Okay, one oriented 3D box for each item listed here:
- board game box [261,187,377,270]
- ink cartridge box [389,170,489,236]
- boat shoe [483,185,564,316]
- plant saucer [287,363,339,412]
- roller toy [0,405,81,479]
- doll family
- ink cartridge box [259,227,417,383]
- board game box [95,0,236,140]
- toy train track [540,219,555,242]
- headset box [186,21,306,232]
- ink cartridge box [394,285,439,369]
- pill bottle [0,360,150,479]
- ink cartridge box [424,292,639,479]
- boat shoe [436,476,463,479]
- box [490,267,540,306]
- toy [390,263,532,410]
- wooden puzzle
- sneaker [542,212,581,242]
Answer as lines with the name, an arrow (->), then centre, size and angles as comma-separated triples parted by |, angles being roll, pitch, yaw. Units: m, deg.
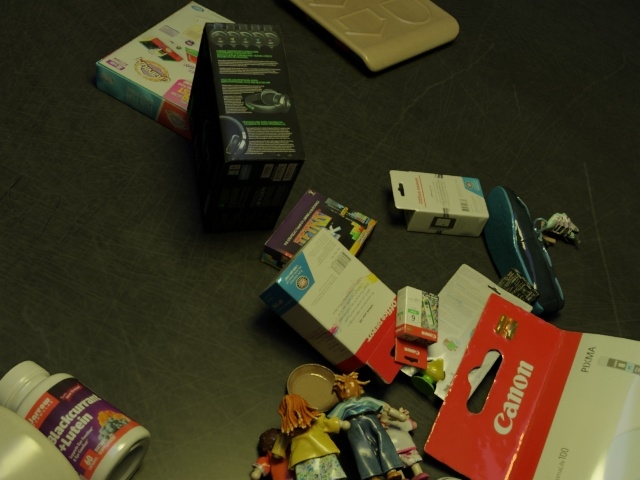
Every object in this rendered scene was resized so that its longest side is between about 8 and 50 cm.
board game box -> 0.000, 0.000, 1.340 | 0.141, 0.048, 0.170 | 27, 48, 9
ink cartridge box -> 0.214, -0.070, 1.449 | 0.180, 0.060, 0.104 | 5, 49, -11
boat shoe -> 0.366, 0.022, 1.398 | 0.089, 0.109, 0.258 | 2, 65, -23
plant saucer -> -0.010, 0.225, 1.157 | 0.083, 0.015, 0.083 | 8, 47, -8
roller toy -> -0.372, 0.288, 0.884 | 0.209, 0.191, 0.146 | 34, 50, 12
doll family -> 0.032, 0.268, 1.058 | 0.263, 0.118, 0.163 | -10, 52, -21
ink cartridge box -> 0.037, 0.110, 1.196 | 0.231, 0.078, 0.134 | 44, 55, -4
board game box -> -0.262, -0.357, 1.579 | 0.242, 0.064, 0.316 | 30, 49, 12
toy train track -> 0.429, -0.012, 1.488 | 0.048, 0.014, 0.083 | 20, 40, 3
headset box -> -0.135, -0.193, 1.301 | 0.131, 0.246, 0.283 | -3, 66, -18
ink cartridge box -> 0.148, 0.133, 1.180 | 0.063, 0.029, 0.115 | 18, 61, -23
pill bottle -> -0.327, 0.240, 0.997 | 0.193, 0.108, 0.108 | 31, 49, 13
ink cartridge box -> 0.388, 0.264, 1.133 | 0.385, 0.091, 0.308 | 28, 59, 6
boat shoe -> 0.272, 0.412, 1.003 | 0.306, 0.105, 0.113 | 41, 52, 21
box -> 0.323, 0.099, 1.314 | 0.018, 0.083, 0.067 | 10, 36, -52
toy -> 0.224, 0.159, 1.249 | 0.137, 0.056, 0.237 | 34, 55, 17
wooden puzzle -> 0.111, -0.544, 1.843 | 0.322, 0.080, 0.348 | -29, 66, -33
sneaker -> 0.470, -0.019, 1.474 | 0.098, 0.038, 0.069 | -14, 58, -50
